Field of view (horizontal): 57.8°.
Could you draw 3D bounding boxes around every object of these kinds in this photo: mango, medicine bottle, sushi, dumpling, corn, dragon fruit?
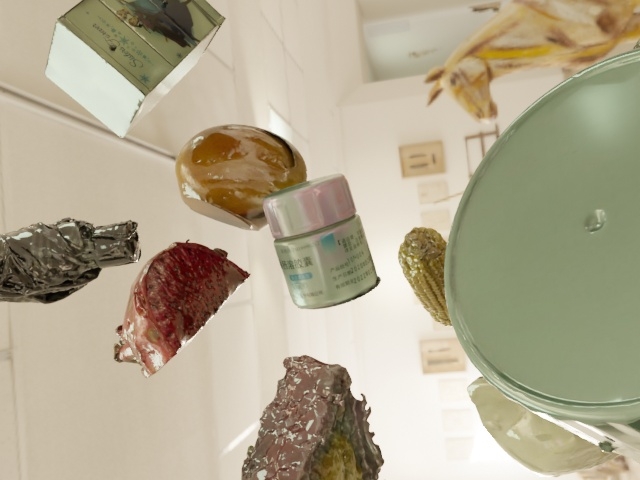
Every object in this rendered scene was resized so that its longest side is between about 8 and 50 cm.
[{"bbox_3d":[-0.131,-0.116,0.979,0.166,0.236,0.136,-68,-19,-11],"label":"mango"},{"bbox_3d":[0.000,0.000,0.829,0.135,0.135,0.169,-51,-54,-74],"label":"medicine bottle"},{"bbox_3d":[-0.021,0.232,0.491,0.161,0.107,0.241,-10,-90,-57],"label":"sushi"},{"bbox_3d":[0.430,0.255,0.887,0.395,0.315,0.233,20,-108,-39],"label":"dumpling"},{"bbox_3d":[0.207,0.069,1.038,0.262,0.097,0.097,56,-152,-42],"label":"corn"},{"bbox_3d":[-0.254,0.117,0.904,0.134,0.211,0.262,42,-157,-2],"label":"dragon fruit"}]

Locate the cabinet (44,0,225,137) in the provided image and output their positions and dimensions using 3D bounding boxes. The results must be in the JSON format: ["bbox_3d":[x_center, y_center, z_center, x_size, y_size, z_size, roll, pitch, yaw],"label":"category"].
[{"bbox_3d":[-0.274,-0.295,0.869,0.145,0.150,0.206,41,-122,-14],"label":"cabinet"}]

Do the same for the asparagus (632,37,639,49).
[{"bbox_3d":[0.647,-0.248,1.185,0.128,0.108,0.382,-42,-35,-54],"label":"asparagus"}]

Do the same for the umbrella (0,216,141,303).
[{"bbox_3d":[-0.379,0.038,0.705,0.154,0.336,0.128,-139,38,-76],"label":"umbrella"}]

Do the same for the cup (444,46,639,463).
[{"bbox_3d":[0.302,0.068,0.502,0.392,0.401,0.310,25,-121,-29],"label":"cup"}]
